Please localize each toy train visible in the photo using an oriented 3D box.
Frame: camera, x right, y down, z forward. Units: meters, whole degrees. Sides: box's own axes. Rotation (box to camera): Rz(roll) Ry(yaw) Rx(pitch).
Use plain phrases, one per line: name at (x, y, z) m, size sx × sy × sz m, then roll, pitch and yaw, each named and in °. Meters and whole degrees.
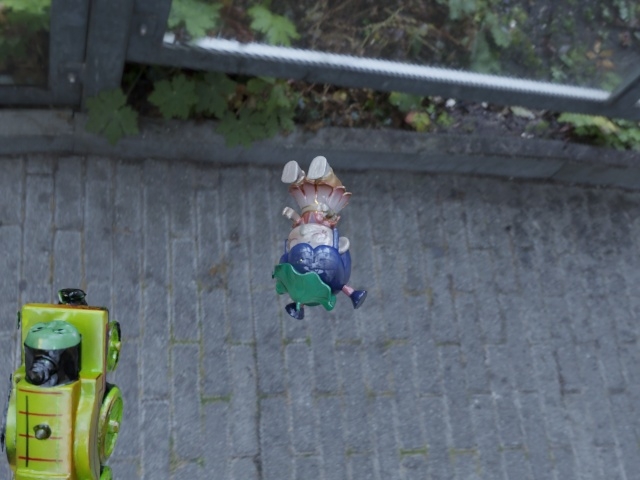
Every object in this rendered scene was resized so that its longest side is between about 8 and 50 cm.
toy train at (-0.263, 0.201, 0.856) m, size 0.101 × 0.160 × 0.296 m, roll 4°, pitch 99°, yaw 0°

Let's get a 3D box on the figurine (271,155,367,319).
figurine at (0.000, 0.000, 1.078) m, size 0.102 × 0.112 × 0.194 m, roll 34°, pitch 57°, yaw -52°
